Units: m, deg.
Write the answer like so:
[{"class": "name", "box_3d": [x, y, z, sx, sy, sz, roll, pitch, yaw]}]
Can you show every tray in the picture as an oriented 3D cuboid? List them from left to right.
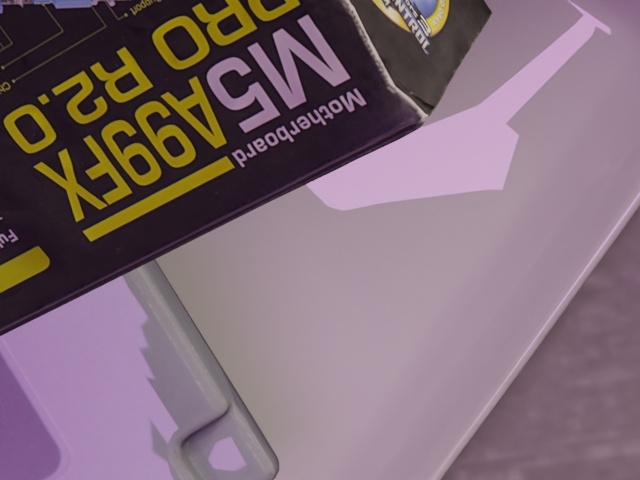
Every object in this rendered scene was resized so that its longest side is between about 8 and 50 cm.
[{"class": "tray", "box_3d": [0.000, 0.000, 0.574, 0.145, 0.030, 0.270, 36, 107, 6]}]

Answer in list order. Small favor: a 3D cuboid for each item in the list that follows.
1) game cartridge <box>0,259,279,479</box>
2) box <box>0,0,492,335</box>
[{"class": "game cartridge", "box_3d": [-0.187, 0.062, 0.557, 0.297, 0.062, 0.198, -31, 88, 2]}, {"class": "box", "box_3d": [-0.133, -0.070, 0.414, 0.270, 0.060, 0.216, -26, 109, 30]}]
